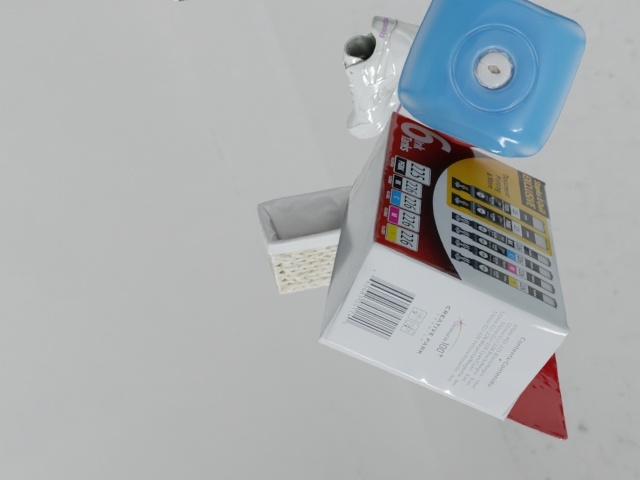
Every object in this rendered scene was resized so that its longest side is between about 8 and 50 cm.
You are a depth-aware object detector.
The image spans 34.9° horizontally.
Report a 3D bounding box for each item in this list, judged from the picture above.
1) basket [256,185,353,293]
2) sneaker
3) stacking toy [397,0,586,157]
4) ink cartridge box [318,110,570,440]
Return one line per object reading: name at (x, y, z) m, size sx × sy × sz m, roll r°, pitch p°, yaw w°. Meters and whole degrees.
basket at (0.000, 0.000, 1.480) m, size 0.167 × 0.103 × 0.113 m, roll -11°, pitch -144°, yaw -6°
sneaker at (0.096, -0.300, 1.837) m, size 0.305 × 0.152 × 0.114 m, roll 126°, pitch -20°, yaw -54°
stacking toy at (0.175, -0.195, 1.204) m, size 0.175 × 0.166 × 0.302 m, roll 22°, pitch -174°, yaw -5°
ink cartridge box at (0.160, 0.027, 1.076) m, size 0.309 × 0.271 × 0.130 m, roll -78°, pitch -166°, yaw -59°
